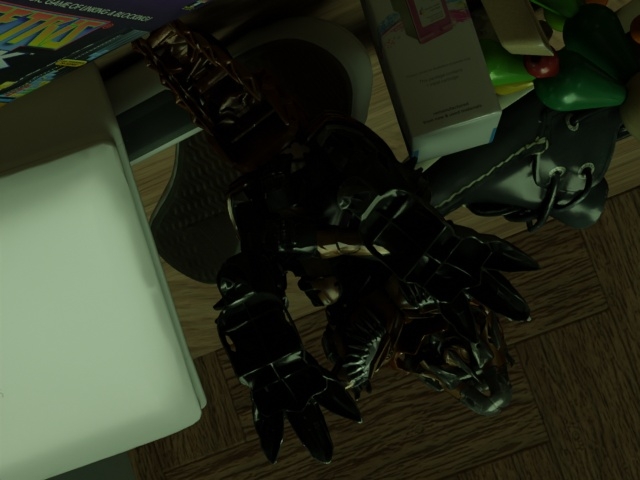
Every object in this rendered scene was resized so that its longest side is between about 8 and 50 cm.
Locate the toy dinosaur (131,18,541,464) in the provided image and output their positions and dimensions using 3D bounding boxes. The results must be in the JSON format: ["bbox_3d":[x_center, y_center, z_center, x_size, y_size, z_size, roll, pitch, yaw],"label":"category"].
[{"bbox_3d":[0.000,0.000,0.970,0.164,0.322,0.218,-57,-159,20],"label":"toy dinosaur"}]

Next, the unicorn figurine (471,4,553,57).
[{"bbox_3d":[0.111,-0.133,1.228,0.111,0.060,0.162,-37,178,39],"label":"unicorn figurine"}]

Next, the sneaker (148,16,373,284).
[{"bbox_3d":[-0.032,-0.083,1.152,0.123,0.106,0.290,-56,-175,-33],"label":"sneaker"}]

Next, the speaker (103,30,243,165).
[{"bbox_3d":[-0.114,-0.074,1.044,0.136,0.055,0.055,-24,172,32],"label":"speaker"}]

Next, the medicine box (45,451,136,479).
[{"bbox_3d":[-0.300,0.132,1.248,0.289,0.263,0.149,-25,170,36],"label":"medicine box"}]

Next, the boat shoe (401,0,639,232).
[{"bbox_3d":[0.165,-0.065,1.200,0.340,0.113,0.127,-34,179,-35],"label":"boat shoe"}]

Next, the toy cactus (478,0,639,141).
[{"bbox_3d":[0.194,-0.120,1.089,0.219,0.180,0.112,-19,154,-45],"label":"toy cactus"}]

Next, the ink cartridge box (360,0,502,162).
[{"bbox_3d":[0.055,-0.112,0.951,0.052,0.122,0.088,-16,172,0],"label":"ink cartridge box"}]

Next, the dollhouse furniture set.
[{"bbox_3d":[0.113,-0.150,0.861,0.081,0.114,0.091,-26,169,14],"label":"dollhouse furniture set"}]

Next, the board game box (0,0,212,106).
[{"bbox_3d":[-0.145,-0.106,0.758,0.141,0.048,0.170,-22,173,23],"label":"board game box"}]

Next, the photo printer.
[{"bbox_3d":[-0.239,0.049,0.996,0.307,0.107,0.256,-18,133,-7],"label":"photo printer"}]
